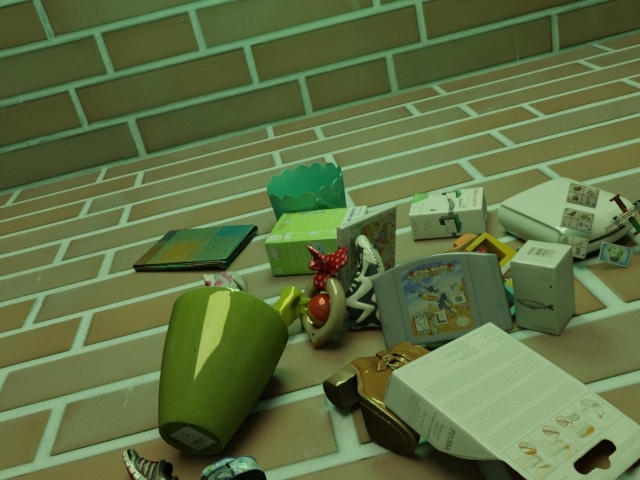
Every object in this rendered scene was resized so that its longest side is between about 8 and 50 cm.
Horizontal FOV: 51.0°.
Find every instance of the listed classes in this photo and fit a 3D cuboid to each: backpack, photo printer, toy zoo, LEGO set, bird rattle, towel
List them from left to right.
[{"bbox_3d":[-0.424,0.025,2.303,0.370,0.040,0.271,-4,26,23],"label":"towel"},{"bbox_3d":[-0.159,0.451,1.235,0.114,0.105,0.084,-19,27,-22],"label":"backpack"},{"bbox_3d":[0.008,0.144,1.666,0.143,0.253,0.206,15,38,-41],"label":"bird rattle"},{"bbox_3d":[0.414,0.095,1.630,0.192,0.030,0.293,42,53,17],"label":"toy zoo"},{"bbox_3d":[0.684,-0.064,1.853,0.256,0.107,0.307,-22,27,-15],"label":"photo printer"},{"bbox_3d":[0.726,-0.032,1.698,0.244,0.182,0.060,13,-2,2],"label":"LEGO set"}]

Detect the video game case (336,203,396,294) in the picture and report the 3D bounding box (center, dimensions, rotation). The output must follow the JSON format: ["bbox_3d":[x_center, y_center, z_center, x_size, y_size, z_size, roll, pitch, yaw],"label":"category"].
[{"bbox_3d":[0.125,0.029,1.786,0.026,0.206,0.227,18,29,39],"label":"video game case"}]

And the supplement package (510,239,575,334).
[{"bbox_3d":[0.505,0.105,1.518,0.105,0.179,0.105,9,33,38],"label":"supplement package"}]

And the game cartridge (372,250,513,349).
[{"bbox_3d":[0.270,0.130,1.529,0.297,0.198,0.062,-14,-1,23],"label":"game cartridge"}]

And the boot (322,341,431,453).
[{"bbox_3d":[0.166,0.310,1.386,0.220,0.109,0.283,-23,20,-27],"label":"boot"}]

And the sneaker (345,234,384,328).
[{"bbox_3d":[0.091,0.115,1.694,0.153,0.234,0.094,-21,-5,12],"label":"sneaker"}]

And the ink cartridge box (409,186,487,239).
[{"bbox_3d":[0.393,-0.084,2.053,0.220,0.092,0.160,-6,27,17],"label":"ink cartridge box"}]

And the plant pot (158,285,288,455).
[{"bbox_3d":[-0.232,0.297,1.447,0.275,0.274,0.293,-5,43,18],"label":"plant pot"}]

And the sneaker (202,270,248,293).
[{"bbox_3d":[-0.259,0.145,1.902,0.111,0.102,0.252,-20,27,-10],"label":"sneaker"}]

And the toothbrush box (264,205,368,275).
[{"bbox_3d":[0.000,0.000,2.045,0.283,0.122,0.206,-6,26,17],"label":"toothbrush box"}]

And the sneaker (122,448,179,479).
[{"bbox_3d":[-0.335,0.465,1.343,0.075,0.063,0.170,-30,35,-29],"label":"sneaker"}]

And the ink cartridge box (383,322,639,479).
[{"bbox_3d":[0.358,0.325,1.226,0.308,0.091,0.385,-16,39,-38],"label":"ink cartridge box"}]

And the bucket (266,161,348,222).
[{"bbox_3d":[-0.036,-0.131,2.256,0.281,0.183,0.281,-11,27,5],"label":"bucket"}]

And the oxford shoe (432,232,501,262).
[{"bbox_3d":[0.358,0.089,1.691,0.133,0.129,0.364,16,38,35],"label":"oxford shoe"}]
